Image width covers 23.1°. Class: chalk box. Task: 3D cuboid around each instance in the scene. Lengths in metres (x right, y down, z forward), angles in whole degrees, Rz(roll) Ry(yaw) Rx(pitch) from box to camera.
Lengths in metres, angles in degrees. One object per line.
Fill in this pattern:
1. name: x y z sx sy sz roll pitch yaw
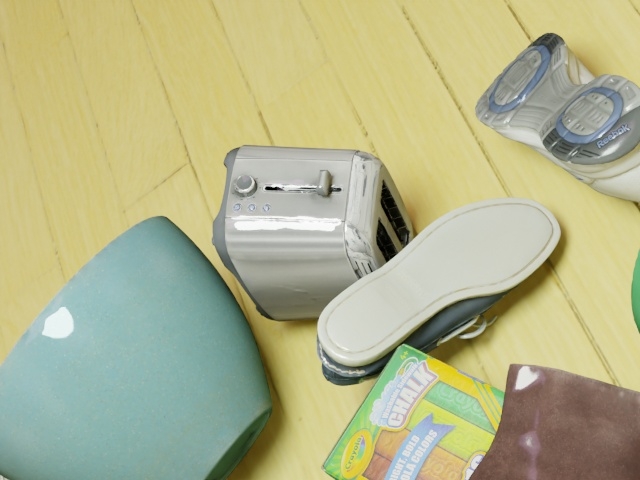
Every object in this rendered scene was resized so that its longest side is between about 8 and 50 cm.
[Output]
1. chalk box: 0.104 0.183 1.317 0.213 0.132 0.132 23 77 44

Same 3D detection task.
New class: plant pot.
1. plant pot: -0.161 0.149 1.478 0.195 0.290 0.290 37 87 9

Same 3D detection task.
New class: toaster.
1. toaster: 0.000 0.000 1.481 0.146 0.227 0.129 -1 61 18

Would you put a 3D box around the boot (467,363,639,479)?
1. boot: 0.223 0.211 1.139 0.248 0.090 0.207 16 76 15

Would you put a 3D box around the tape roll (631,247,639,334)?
1. tape roll: 0.377 0.012 1.084 0.321 0.321 0.077 -36 46 14

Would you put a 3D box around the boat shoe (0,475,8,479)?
1. boat shoe: -0.410 0.226 1.721 0.079 0.081 0.227 -49 45 0

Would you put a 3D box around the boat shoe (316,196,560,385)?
1. boat shoe: 0.106 0.050 1.406 0.254 0.079 0.095 -35 66 -21

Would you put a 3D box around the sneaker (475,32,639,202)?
1. sneaker: 0.236 -0.097 1.422 0.111 0.129 0.297 -46 26 7
